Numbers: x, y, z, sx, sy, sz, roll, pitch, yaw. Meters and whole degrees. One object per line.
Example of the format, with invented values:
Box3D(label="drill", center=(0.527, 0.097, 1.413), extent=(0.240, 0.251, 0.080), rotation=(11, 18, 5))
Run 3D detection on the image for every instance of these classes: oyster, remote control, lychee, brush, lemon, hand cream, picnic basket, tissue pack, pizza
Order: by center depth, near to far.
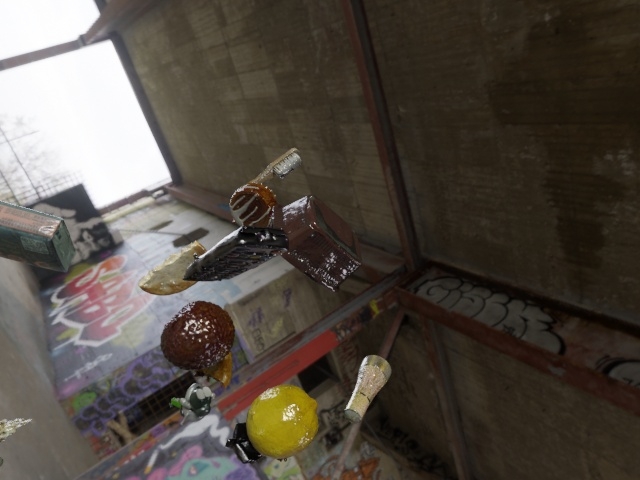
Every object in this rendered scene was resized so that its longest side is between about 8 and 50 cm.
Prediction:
Box3D(label="remote control", center=(-0.206, 0.039, 1.094), extent=(0.398, 0.144, 0.062), rotation=(-25, -115, 55))
Box3D(label="hand cream", center=(0.116, 0.384, 1.205), extent=(0.083, 0.203, 0.084), rotation=(11, -60, 20))
Box3D(label="lemon", center=(-0.110, 0.508, 1.330), extent=(0.192, 0.231, 0.192), rotation=(58, 12, -20))
Box3D(label="picnic basket", center=(0.000, 0.000, 1.359), extent=(0.297, 0.129, 0.223), rotation=(39, 31, -36))
Box3D(label="tissue pack", center=(-0.919, -0.021, 1.408), extent=(0.315, 0.103, 0.228), rotation=(16, -34, -7))
Box3D(label="oyster", center=(-1.019, 0.610, 1.526), extent=(0.165, 0.108, 0.053), rotation=(-20, -70, 23))
Box3D(label="lychee", center=(-0.444, 0.349, 1.712), extent=(0.260, 0.260, 0.261), rotation=(44, -29, 33))
Box3D(label="pizza", center=(-0.442, 0.514, 1.900), extent=(0.069, 0.193, 0.154), rotation=(-21, -119, 45))
Box3D(label="brush", center=(-0.205, -0.259, 1.919), extent=(0.065, 0.327, 0.070), rotation=(46, -14, 30))

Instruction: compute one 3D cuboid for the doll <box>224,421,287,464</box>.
Box3D(label="doll", center=(-0.186, 0.639, 1.488), extent=(0.127, 0.248, 0.088), rotation=(27, -77, 53))

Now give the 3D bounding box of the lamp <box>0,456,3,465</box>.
Box3D(label="lamp", center=(-0.955, 0.597, 1.292), extent=(0.091, 0.163, 0.091), rotation=(-169, -90, -84))

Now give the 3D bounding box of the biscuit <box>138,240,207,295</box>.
Box3D(label="biscuit", center=(-0.595, 0.134, 2.001), extent=(0.040, 0.309, 0.204), rotation=(55, 0, 38))

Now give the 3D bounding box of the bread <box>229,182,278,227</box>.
Box3D(label="bread", center=(-0.215, -0.103, 1.532), extent=(0.160, 0.073, 0.161), rotation=(9, -58, 15))

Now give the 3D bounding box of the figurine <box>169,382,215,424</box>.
Box3D(label="figurine", center=(-0.457, 0.602, 1.735), extent=(0.126, 0.147, 0.192), rotation=(48, -50, 22))
